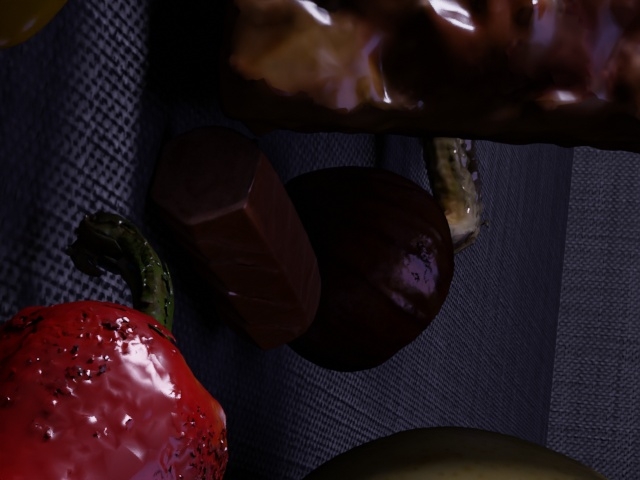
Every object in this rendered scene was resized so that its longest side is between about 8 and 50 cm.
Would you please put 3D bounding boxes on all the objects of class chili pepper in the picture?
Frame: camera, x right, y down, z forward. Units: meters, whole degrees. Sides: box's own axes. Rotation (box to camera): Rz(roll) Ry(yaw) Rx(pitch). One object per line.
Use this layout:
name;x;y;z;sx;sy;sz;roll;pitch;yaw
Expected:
chili pepper;-0.108;0.127;0.587;0.110;0.110;0.387;80;23;-44

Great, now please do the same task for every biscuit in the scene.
biscuit;0.136;-0.210;0.908;0.166;0.395;0.342;175;-81;-80

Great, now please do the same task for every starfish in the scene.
starfish;0.078;-0.218;1.279;0.324;0.082;0.432;-71;158;-49

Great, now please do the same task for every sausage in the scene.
sausage;-0.038;0.008;0.924;0.169;0.065;0.065;65;32;-59

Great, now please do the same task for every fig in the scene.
fig;0.011;0.013;1.027;0.150;0.128;0.128;9;85;-49

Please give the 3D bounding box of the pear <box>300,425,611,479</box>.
pear;0.081;0.260;1.023;0.309;0.309;0.309;4;90;-76

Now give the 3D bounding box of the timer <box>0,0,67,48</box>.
timer;-0.090;-0.112;0.570;0.109;0.107;0.107;25;62;-28
